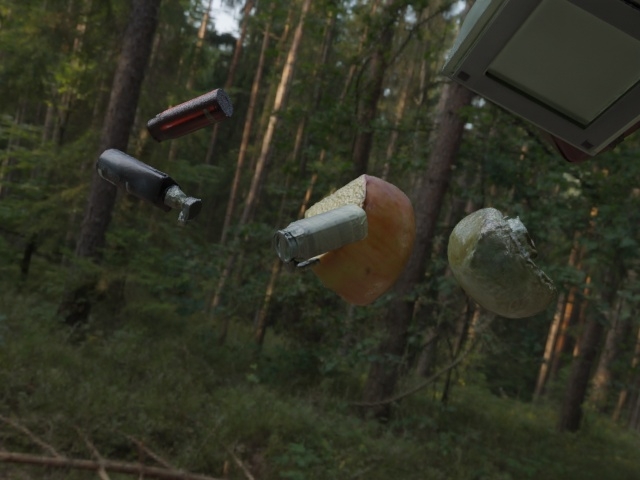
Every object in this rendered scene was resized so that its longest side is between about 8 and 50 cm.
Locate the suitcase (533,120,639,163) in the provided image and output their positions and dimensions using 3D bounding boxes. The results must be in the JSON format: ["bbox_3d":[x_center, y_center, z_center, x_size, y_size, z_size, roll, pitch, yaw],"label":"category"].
[{"bbox_3d":[0.430,-0.295,1.211,0.236,0.161,0.297,51,15,-28],"label":"suitcase"}]

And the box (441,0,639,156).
[{"bbox_3d":[0.295,-0.236,0.771,0.225,0.118,0.225,28,-26,-3],"label":"box"}]

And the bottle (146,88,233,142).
[{"bbox_3d":[-0.244,-0.228,1.251,0.164,0.060,0.060,-17,-8,21],"label":"bottle"}]

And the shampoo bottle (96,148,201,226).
[{"bbox_3d":[-0.281,-0.088,1.115,0.207,0.064,0.057,27,-1,26],"label":"shampoo bottle"}]

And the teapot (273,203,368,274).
[{"bbox_3d":[0.000,0.000,1.415,0.200,0.107,0.077,-19,32,-31],"label":"teapot"}]

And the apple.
[{"bbox_3d":[0.115,0.009,1.762,0.309,0.314,0.252,35,-9,-36],"label":"apple"}]

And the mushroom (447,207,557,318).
[{"bbox_3d":[0.373,0.046,1.471,0.189,0.267,0.164,-29,-24,19],"label":"mushroom"}]
